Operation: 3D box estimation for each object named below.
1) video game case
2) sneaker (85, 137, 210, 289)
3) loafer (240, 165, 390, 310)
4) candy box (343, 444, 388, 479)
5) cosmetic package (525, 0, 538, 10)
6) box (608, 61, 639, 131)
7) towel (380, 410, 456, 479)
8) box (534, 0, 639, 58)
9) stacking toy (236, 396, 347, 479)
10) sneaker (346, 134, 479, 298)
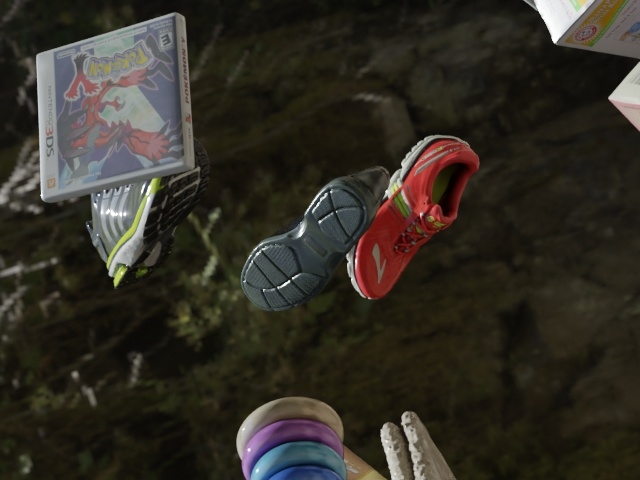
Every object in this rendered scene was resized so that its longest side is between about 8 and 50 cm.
[{"bbox_3d":[-0.238,-0.150,1.492,0.023,0.201,0.183,21,-120,-62],"label":"video game case"},{"bbox_3d":[-0.244,-0.054,1.721,0.121,0.111,0.300,48,137,11],"label":"sneaker"},{"bbox_3d":[0.000,0.000,1.603,0.096,0.084,0.267,48,135,1],"label":"loafer"},{"bbox_3d":[0.028,0.447,2.105,0.316,0.183,0.088,27,142,59],"label":"candy box"},{"bbox_3d":[0.320,-0.567,1.739,0.393,0.327,0.329,24,-119,-44],"label":"cosmetic package"},{"bbox_3d":[0.638,-0.209,2.251,0.232,0.127,0.148,42,180,-15],"label":"box"},{"bbox_3d":[0.122,0.280,1.161,0.187,0.049,0.282,58,-175,-14],"label":"towel"},{"bbox_3d":[0.358,-0.293,1.543,0.103,0.203,0.114,-48,52,42],"label":"box"},{"bbox_3d":[-0.015,0.351,1.578,0.330,0.141,0.141,-104,2,-49],"label":"stacking toy"},{"bbox_3d":[0.139,-0.034,1.944,0.107,0.279,0.118,32,176,-37],"label":"sneaker"}]
